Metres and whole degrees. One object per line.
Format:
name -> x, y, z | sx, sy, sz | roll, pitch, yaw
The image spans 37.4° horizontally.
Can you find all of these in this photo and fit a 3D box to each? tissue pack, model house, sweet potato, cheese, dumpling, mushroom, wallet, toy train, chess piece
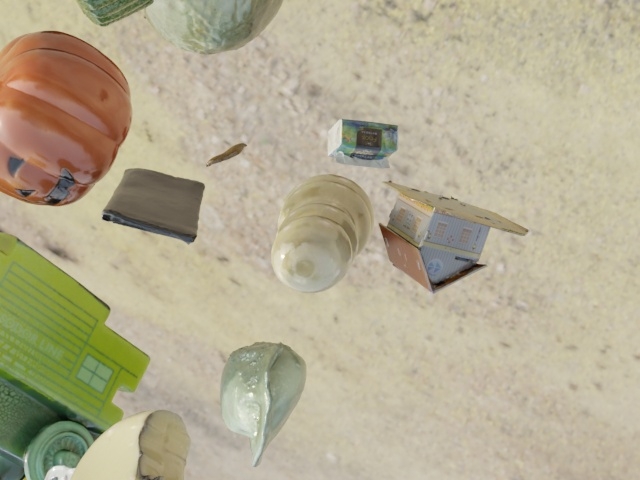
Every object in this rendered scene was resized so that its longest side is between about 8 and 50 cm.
tissue pack -> 0.078, -0.173, 1.746 | 0.111, 0.079, 0.085 | 5, 167, -16
model house -> 0.189, 0.010, 1.437 | 0.207, 0.136, 0.219 | 14, -168, -24
sweet potato -> -0.216, -0.199, 2.193 | 0.026, 0.115, 0.026 | 44, 151, 32
cheese -> -0.217, 0.263, 0.937 | 0.249, 0.163, 0.071 | -30, 125, 29
dumpling -> -0.085, 0.196, 1.194 | 0.108, 0.152, 0.219 | 30, 158, 9
mushroom -> -0.141, -0.418, 1.507 | 0.164, 0.267, 0.189 | 39, 146, 6
wallet -> -0.266, -0.063, 1.545 | 0.146, 0.030, 0.285 | 13, -163, -8
toy train -> -0.411, 0.146, 1.194 | 0.179, 0.272, 0.442 | 0, 147, 41
chess piece -> 0.000, 0.000, 1.514 | 0.167, 0.167, 0.299 | 31, -164, -4

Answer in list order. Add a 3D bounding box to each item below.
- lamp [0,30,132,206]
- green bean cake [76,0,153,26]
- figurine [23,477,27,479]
lamp -> -0.299, -0.133, 1.008 | 0.164, 0.187, 0.188 | 30, 157, -37
green bean cake -> -0.321, -0.429, 1.283 | 0.248, 0.125, 0.222 | 61, 176, -3
figurine -> -0.441, 0.435, 1.561 | 0.185, 0.127, 0.234 | 19, 121, 29
